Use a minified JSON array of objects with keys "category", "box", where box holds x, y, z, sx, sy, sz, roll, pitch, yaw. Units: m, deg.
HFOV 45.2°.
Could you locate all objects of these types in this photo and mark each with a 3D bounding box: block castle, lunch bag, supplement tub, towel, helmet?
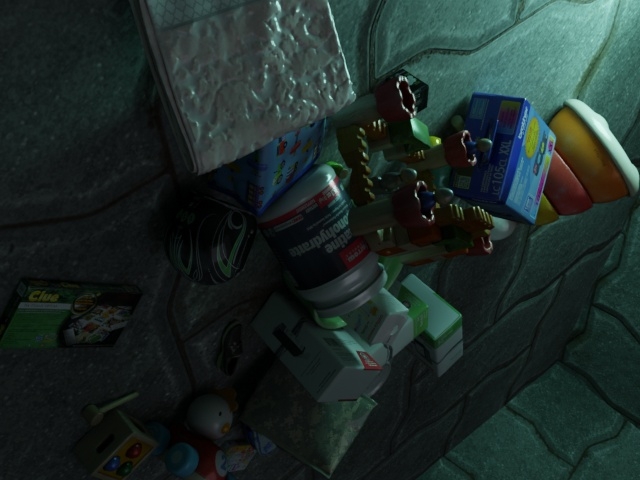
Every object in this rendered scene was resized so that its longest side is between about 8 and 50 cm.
[{"category":"block castle","box":[0.225,-0.125,1.591,0.212,0.303,0.453,-15,164,26]},{"category":"lunch bag","box":[-0.044,0.434,1.986,0.235,0.287,0.169,-55,-174,-13]},{"category":"supplement tub","box":[0.000,0.000,1.558,0.191,0.191,0.272,-37,106,-21]},{"category":"lunch bag","box":[-0.059,-0.218,1.433,0.293,0.138,0.221,-34,145,-41]},{"category":"towel","box":[-0.108,-0.304,1.181,0.331,0.053,0.317,-29,114,-30]},{"category":"lunch bag","box":[-0.136,0.493,2.144,0.176,0.090,0.219,-36,147,-24]},{"category":"helmet","box":[-0.210,0.002,1.429,0.169,0.169,0.162,19,93,-58]}]

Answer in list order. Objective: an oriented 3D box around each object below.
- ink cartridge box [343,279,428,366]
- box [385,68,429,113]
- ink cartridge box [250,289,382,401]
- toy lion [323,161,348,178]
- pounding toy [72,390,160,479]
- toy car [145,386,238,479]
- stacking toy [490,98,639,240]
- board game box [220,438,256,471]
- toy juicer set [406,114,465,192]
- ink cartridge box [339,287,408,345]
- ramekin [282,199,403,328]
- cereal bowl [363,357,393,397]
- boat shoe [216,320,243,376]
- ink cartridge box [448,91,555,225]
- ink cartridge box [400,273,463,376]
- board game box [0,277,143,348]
[{"category":"ink cartridge box","box":[0.128,0.228,2.084,0.272,0.198,0.115,-37,147,-21]},{"category":"box","box":[0.186,-0.319,1.660,0.052,0.083,0.062,-33,147,-23]},{"category":"ink cartridge box","box":[-0.012,0.256,1.864,0.114,0.273,0.197,-52,150,12]},{"category":"toy lion","box":[0.003,-0.131,1.690,0.096,0.034,0.100,19,108,-50]},{"category":"pounding toy","box":[-0.438,0.423,1.667,0.181,0.094,0.206,-45,150,-8]},{"category":"toy car","box":[-0.270,0.460,1.848,0.238,0.210,0.219,-55,140,-16]},{"category":"stacking toy","box":[0.676,-0.168,2.344,0.479,0.351,0.350,-34,152,12]},{"category":"board game box","box":[-0.245,0.616,2.201,0.103,0.026,0.154,-56,149,12]},{"category":"toy juicer set","box":[0.296,-0.200,1.955,0.329,0.089,0.209,-53,138,-29]},{"category":"ink cartridge box","box":[0.123,0.168,1.766,0.089,0.143,0.092,-5,128,-50]},{"category":"ramekin","box":[0.054,0.049,1.836,0.303,0.148,0.303,-33,146,-26]},{"category":"cereal bowl","box":[0.104,0.379,2.281,0.339,0.141,0.339,-32,145,-26]},{"category":"boat shoe","box":[-0.206,0.258,1.828,0.056,0.049,0.152,-19,138,-40]},{"category":"ink cartridge box","box":[0.469,-0.212,1.997,0.395,0.151,0.270,18,86,-57]},{"category":"ink cartridge box","box":[0.324,0.268,2.370,0.121,0.211,0.289,-41,149,-15]},{"category":"board game box","box":[-0.452,0.136,1.394,0.136,0.030,0.259,-55,149,15]}]
